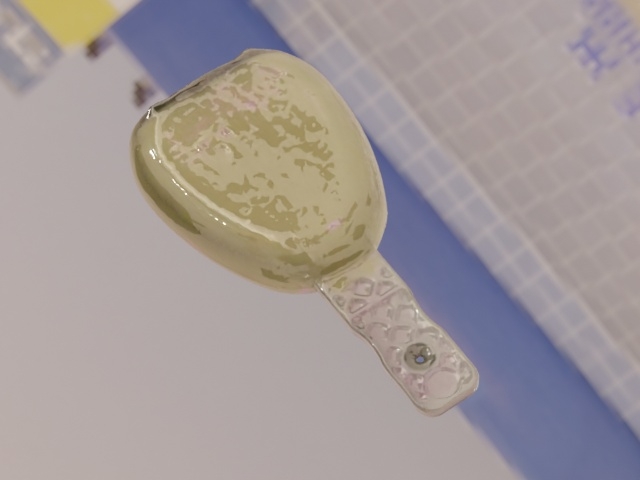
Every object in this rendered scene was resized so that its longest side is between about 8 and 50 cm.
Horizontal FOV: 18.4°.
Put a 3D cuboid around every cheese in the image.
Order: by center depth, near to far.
[{"bbox_3d":[0.000,0.000,0.821,0.192,0.097,0.037,50,164,32],"label":"cheese"}]
